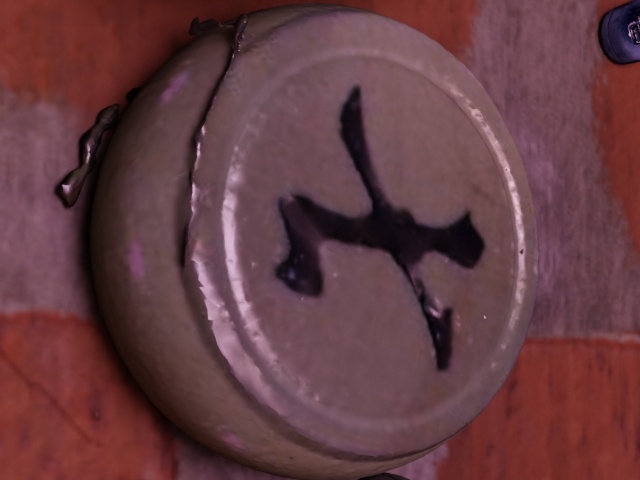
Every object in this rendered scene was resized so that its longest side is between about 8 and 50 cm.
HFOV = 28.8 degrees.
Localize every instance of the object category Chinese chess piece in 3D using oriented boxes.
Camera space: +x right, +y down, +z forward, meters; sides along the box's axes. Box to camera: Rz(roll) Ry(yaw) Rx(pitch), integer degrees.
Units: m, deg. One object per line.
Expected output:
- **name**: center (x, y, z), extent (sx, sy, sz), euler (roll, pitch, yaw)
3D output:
- **Chinese chess piece**: center (0.000, 0.000, 0.597), extent (0.238, 0.092, 0.237), euler (4, 82, -35)

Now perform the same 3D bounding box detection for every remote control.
- **remote control**: center (0.242, -0.151, 0.832), extent (0.152, 0.027, 0.043), euler (-26, 96, -37)

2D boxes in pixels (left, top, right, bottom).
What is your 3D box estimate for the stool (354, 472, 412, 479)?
- **stool**: center (0.014, 0.168, 0.587), extent (0.110, 0.096, 0.096), euler (-20, 97, -31)
